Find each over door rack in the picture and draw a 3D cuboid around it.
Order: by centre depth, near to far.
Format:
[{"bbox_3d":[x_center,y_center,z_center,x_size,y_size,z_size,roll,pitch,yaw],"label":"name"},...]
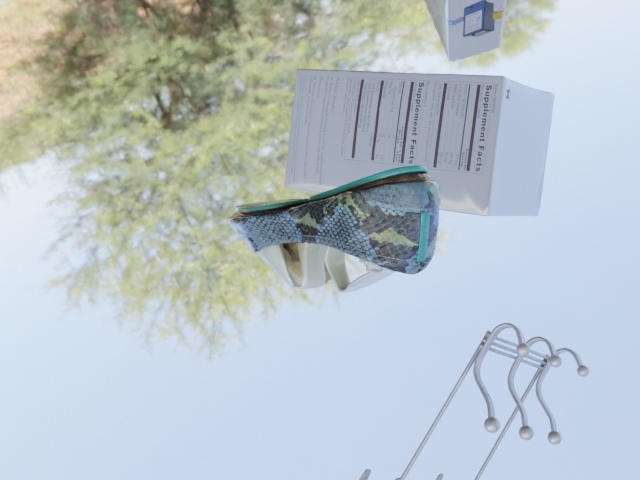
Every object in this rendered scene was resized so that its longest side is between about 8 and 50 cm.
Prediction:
[{"bbox_3d":[0.241,0.280,1.221,0.324,0.240,0.108,-52,-129,12],"label":"over door rack"}]

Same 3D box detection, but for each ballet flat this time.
[{"bbox_3d":[0.000,0.000,0.496,0.070,0.070,0.188,-32,-168,-27],"label":"ballet flat"}]

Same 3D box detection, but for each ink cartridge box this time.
[{"bbox_3d":[0.210,-0.395,1.255,0.093,0.154,0.212,-15,156,0],"label":"ink cartridge box"}]

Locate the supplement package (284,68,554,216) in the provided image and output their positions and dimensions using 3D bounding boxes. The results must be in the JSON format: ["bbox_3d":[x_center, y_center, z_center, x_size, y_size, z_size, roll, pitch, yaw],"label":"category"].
[{"bbox_3d":[0.102,-0.105,0.894,0.244,0.133,0.139,10,-173,36],"label":"supplement package"}]
